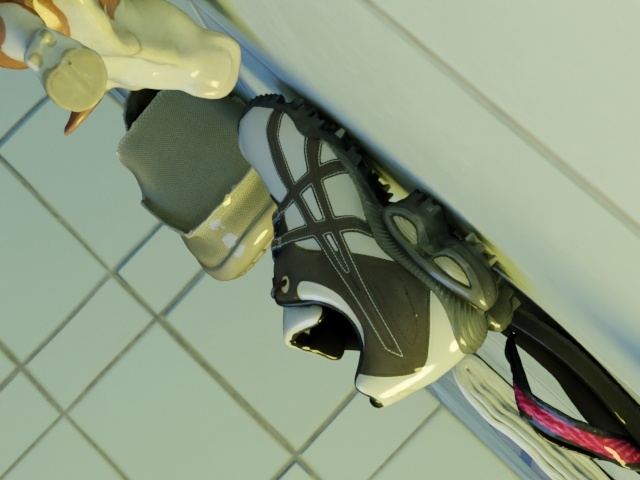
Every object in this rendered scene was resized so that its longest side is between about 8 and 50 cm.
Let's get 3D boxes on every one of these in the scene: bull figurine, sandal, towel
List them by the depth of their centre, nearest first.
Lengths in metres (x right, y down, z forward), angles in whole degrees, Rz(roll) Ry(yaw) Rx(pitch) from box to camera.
[{"bbox_3d":[-0.142,-0.142,0.514,0.310,0.101,0.188,43,173,-27],"label":"bull figurine"},{"bbox_3d":[0.130,0.090,0.626,0.179,0.040,0.067,44,177,-2],"label":"sandal"},{"bbox_3d":[0.199,0.193,1.126,0.209,0.034,0.285,44,177,17],"label":"towel"}]

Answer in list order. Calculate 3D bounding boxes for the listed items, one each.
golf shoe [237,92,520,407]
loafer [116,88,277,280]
[{"bbox_3d":[0.000,0.000,0.627,0.198,0.094,0.077,43,178,44],"label":"golf shoe"},{"bbox_3d":[-0.082,-0.052,0.862,0.092,0.102,0.268,39,179,-23],"label":"loafer"}]
